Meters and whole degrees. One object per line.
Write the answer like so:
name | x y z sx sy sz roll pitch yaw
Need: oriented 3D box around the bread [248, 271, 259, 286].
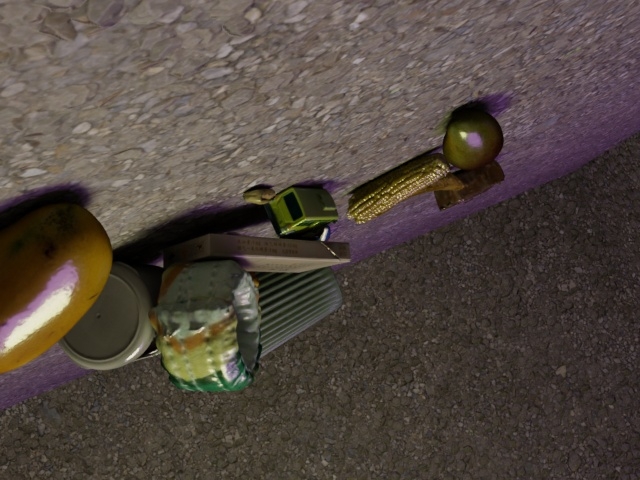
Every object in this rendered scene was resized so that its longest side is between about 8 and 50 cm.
bread | -0.254 0.091 1.761 0.195 0.143 0.270 -25 175 -5

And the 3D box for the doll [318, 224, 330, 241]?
doll | 0.000 0.000 1.943 0.057 0.143 0.099 8 158 -16

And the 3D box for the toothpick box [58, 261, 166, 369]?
toothpick box | -0.404 0.145 1.508 0.229 0.229 0.316 -24 174 7

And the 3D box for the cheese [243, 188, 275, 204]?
cheese | -0.118 -0.085 1.386 0.044 0.030 0.083 -4 -177 17

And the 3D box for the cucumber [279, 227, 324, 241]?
cucumber | -0.058 -0.007 1.866 0.096 0.096 0.359 -22 171 -14

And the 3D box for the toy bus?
toy bus | -0.036 -0.064 1.554 0.101 0.088 0.175 -29 170 25

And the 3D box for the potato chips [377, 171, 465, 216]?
potato chips | 0.271 -0.140 2.015 0.407 0.080 0.057 -19 -172 -39

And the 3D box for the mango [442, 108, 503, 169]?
mango | 0.325 -0.212 1.539 0.133 0.111 0.267 -14 171 18

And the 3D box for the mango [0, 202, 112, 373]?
mango | -0.420 0.066 1.008 0.317 0.173 0.211 -38 162 15

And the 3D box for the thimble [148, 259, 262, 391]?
thimble | -0.219 0.167 1.419 0.167 0.254 0.288 -3 158 7

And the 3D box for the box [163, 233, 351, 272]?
box | -0.135 0.033 1.570 0.365 0.051 0.204 4 167 -38

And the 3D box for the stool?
stool | -0.132 0.162 2.139 0.330 0.297 0.297 -26 173 -12

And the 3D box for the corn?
corn | 0.186 -0.132 1.778 0.288 0.086 0.086 -28 171 21

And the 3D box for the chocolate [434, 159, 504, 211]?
chocolate | 0.466 -0.176 2.284 0.214 0.093 0.148 -22 171 -19
